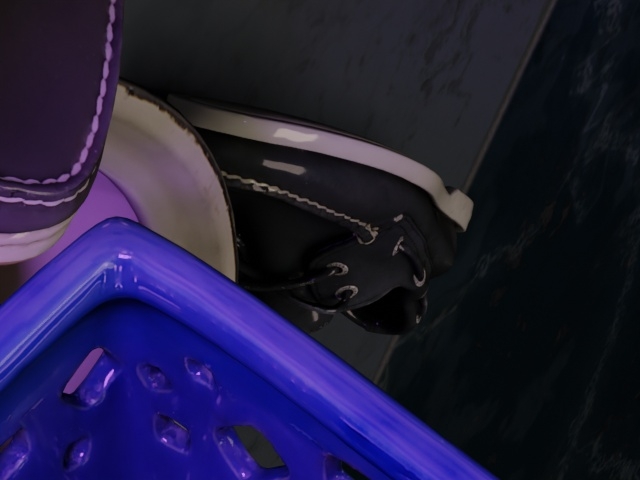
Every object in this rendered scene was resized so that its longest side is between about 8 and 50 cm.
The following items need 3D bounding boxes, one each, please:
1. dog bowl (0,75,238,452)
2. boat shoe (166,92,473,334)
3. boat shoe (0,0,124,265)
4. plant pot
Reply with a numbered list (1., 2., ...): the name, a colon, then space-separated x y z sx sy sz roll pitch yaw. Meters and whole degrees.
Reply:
1. dog bowl: -0.214 0.090 0.675 0.408 0.150 0.408 -43 151 -31
2. boat shoe: -0.004 -0.001 1.006 0.340 0.127 0.113 21 87 -75
3. boat shoe: -0.098 -0.135 0.536 0.102 0.285 0.092 13 151 -30
4. plant pot: -0.056 0.176 0.628 0.236 0.236 0.212 -46 159 -26
